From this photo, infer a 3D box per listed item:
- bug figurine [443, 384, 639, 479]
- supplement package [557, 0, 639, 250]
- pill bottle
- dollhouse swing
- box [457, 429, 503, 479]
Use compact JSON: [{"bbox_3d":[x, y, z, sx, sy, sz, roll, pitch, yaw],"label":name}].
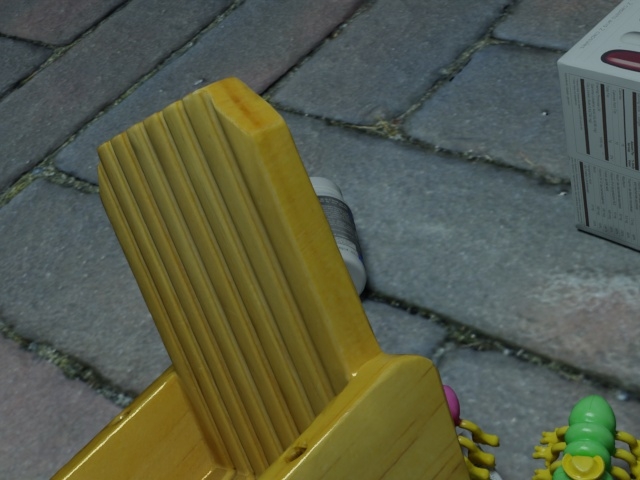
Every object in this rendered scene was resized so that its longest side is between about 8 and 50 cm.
[{"bbox_3d":[0.121,0.196,0.704,0.279,0.072,0.216,0,44,22],"label":"bug figurine"},{"bbox_3d":[0.365,-0.140,0.936,0.145,0.204,0.262,25,57,39],"label":"supplement package"},{"bbox_3d":[0.000,0.000,1.024,0.078,0.078,0.137,-16,41,5],"label":"pill bottle"},{"bbox_3d":[-0.125,0.117,0.669,0.315,0.305,0.347,-43,16,-25],"label":"dollhouse swing"},{"bbox_3d":[0.068,0.244,0.757,0.186,0.038,0.145,-25,40,-8],"label":"box"}]
